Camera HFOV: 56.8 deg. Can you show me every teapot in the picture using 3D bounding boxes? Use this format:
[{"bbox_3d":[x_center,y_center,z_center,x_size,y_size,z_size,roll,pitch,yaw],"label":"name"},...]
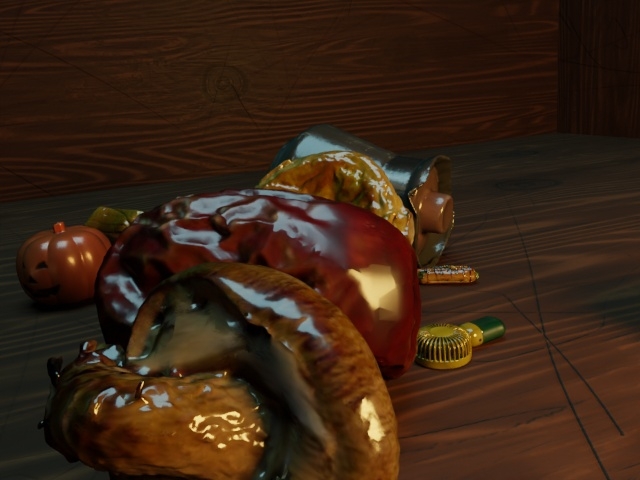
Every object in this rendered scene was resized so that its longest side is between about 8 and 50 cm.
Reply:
[{"bbox_3d":[0.111,-0.072,1.283,0.362,0.305,0.376,14,-5,29],"label":"teapot"}]

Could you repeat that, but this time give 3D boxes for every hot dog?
[{"bbox_3d":[0.237,0.063,1.123,0.122,0.037,0.049,-1,12,9],"label":"hot dog"}]

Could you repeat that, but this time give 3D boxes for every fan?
[{"bbox_3d":[0.200,0.137,0.846,0.155,0.039,0.082,-13,16,-30],"label":"fan"}]

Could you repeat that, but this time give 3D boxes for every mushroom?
[{"bbox_3d":[-0.083,0.148,0.501,0.283,0.263,0.195,16,-8,-1],"label":"mushroom"}]

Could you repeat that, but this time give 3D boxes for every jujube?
[{"bbox_3d":[-0.070,0.070,0.725,0.377,0.276,0.276,5,17,14],"label":"jujube"}]

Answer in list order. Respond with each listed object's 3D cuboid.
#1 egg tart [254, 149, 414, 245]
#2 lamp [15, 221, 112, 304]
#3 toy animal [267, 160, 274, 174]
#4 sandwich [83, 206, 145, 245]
[{"bbox_3d":[-0.004,0.002,1.041,0.341,0.341,0.129,1,-28,22],"label":"egg tart"},{"bbox_3d":[-0.519,0.040,1.209,0.188,0.163,0.187,-4,17,1],"label":"lamp"},{"bbox_3d":[-0.102,-0.097,1.431,0.158,0.312,0.097,21,-2,-34],"label":"toy animal"},{"bbox_3d":[-0.402,0.004,1.310,0.215,0.186,0.065,5,57,41],"label":"sandwich"}]
